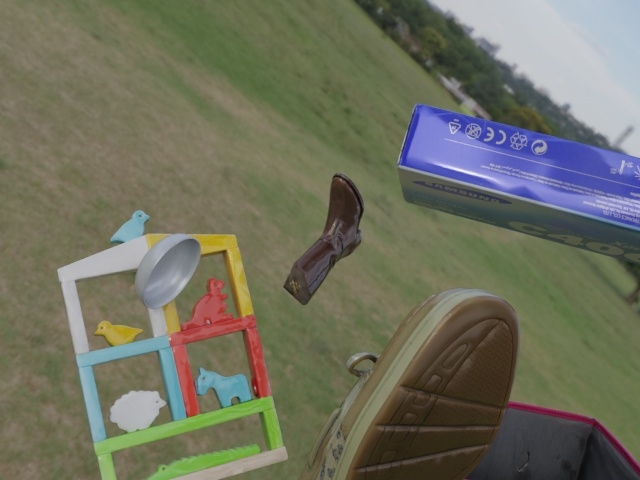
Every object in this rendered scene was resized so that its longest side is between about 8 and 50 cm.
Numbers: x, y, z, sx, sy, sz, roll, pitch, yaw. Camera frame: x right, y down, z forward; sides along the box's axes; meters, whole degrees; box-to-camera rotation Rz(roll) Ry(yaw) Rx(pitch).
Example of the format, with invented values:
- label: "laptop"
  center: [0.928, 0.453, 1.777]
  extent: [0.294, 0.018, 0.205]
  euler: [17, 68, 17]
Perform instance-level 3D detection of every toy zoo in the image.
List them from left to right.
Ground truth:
- label: "toy zoo"
  center: [-0.160, 0.110, 0.899]
  extent: [0.030, 0.192, 0.293]
  euler: [148, -70, -69]

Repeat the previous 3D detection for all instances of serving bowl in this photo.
- label: "serving bowl"
  center: [-0.156, 0.026, 0.852]
  extent: [0.027, 0.083, 0.083]
  euler: [32, 10, 20]

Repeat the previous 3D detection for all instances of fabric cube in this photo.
- label: "fabric cube"
  center: [0.220, 0.355, 1.010]
  extent: [0.259, 0.258, 0.254]
  euler: [12, 11, -5]

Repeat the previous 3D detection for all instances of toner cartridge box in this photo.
- label: "toner cartridge box"
  center: [0.260, -0.047, 0.908]
  extent: [0.347, 0.075, 0.165]
  euler: [16, -8, 11]

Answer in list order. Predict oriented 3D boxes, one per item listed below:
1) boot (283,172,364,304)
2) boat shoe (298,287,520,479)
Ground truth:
- label: "boot"
  center: [0.000, 0.000, 0.891]
  extent: [0.037, 0.114, 0.106]
  euler: [18, -44, 34]
- label: "boat shoe"
  center: [0.033, 0.143, 0.573]
  extent: [0.104, 0.285, 0.089]
  euler: [14, 22, -32]
